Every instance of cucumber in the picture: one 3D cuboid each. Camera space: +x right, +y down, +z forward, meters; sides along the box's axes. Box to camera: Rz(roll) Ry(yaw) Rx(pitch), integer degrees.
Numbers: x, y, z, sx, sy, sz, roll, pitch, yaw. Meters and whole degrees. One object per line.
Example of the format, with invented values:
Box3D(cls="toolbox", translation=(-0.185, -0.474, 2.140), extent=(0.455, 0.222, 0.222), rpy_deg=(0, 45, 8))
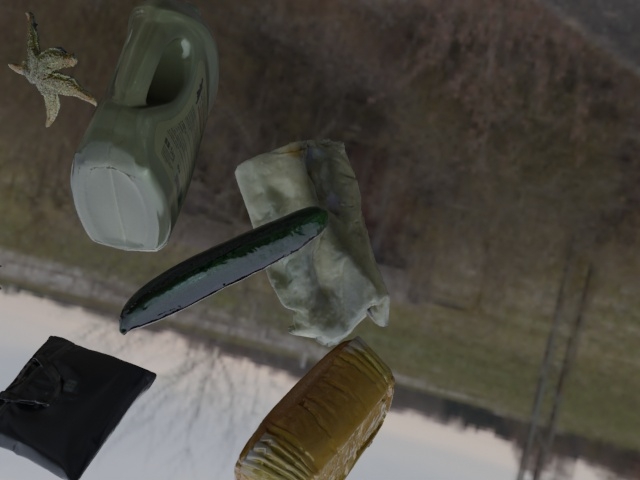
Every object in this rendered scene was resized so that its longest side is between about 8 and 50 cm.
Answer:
Box3D(cls="cucumber", translation=(-0.115, 0.029, 1.453), extent=(0.284, 0.056, 0.056), rpy_deg=(-28, -174, -10))

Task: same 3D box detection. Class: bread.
Box3D(cls="bread", translation=(-0.002, 0.273, 1.767), extent=(0.119, 0.288, 0.152), rpy_deg=(29, 139, 18))

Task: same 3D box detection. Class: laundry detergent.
Box3D(cls="laundry detergent", translation=(-0.154, -0.127, 1.147), extent=(0.091, 0.253, 0.181), rpy_deg=(9, 146, 7))

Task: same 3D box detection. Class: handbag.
Box3D(cls="handbag", translation=(-0.414, 0.264, 1.974), extent=(0.211, 0.254, 0.089), rpy_deg=(20, 135, 15))

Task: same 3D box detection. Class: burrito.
Box3D(cls="burrito", translation=(0.003, -0.001, 2.017), extent=(0.190, 0.332, 0.135), rpy_deg=(-12, 165, -29))

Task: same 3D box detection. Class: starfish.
Box3D(cls="starfish", translation=(-0.436, -0.258, 1.976), extent=(0.053, 0.176, 0.208), rpy_deg=(-27, -136, -33))

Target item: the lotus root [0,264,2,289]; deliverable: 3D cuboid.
Box3D(cls="lotus root", translation=(-0.681, 0.036, 2.118), extent=(0.256, 0.140, 0.154), rpy_deg=(1, -148, 4))
